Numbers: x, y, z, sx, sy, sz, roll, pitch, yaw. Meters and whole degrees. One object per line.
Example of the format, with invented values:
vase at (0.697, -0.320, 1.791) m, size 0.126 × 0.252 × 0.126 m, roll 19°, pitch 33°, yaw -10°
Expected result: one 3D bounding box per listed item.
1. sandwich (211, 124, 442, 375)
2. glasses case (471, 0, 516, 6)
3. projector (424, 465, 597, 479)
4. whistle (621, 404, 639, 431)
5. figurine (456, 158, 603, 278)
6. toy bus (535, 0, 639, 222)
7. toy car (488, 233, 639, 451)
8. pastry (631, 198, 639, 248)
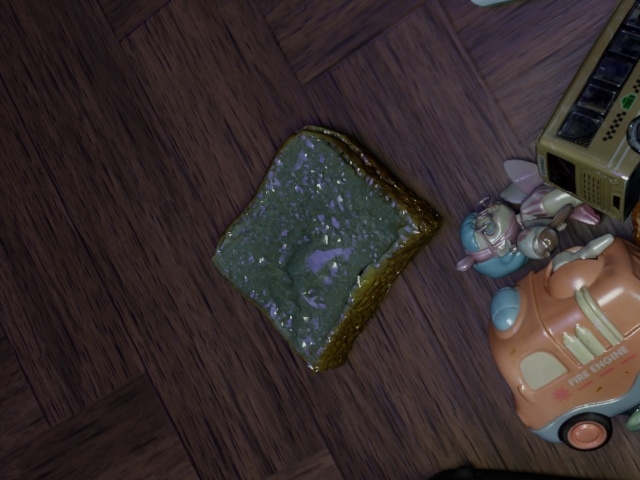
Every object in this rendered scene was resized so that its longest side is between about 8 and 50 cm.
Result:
sandwich at (0.000, 0.000, 1.535) m, size 0.271 × 0.099 × 0.301 m, roll 41°, pitch 113°, yaw 16°
glasses case at (0.280, -0.360, 1.383) m, size 0.178 × 0.045 × 0.067 m, roll -7°, pitch 94°, yaw 26°
projector at (0.260, 0.449, 1.291) m, size 0.405 × 0.395 × 0.242 m, roll -1°, pitch 93°, yaw 30°
whistle at (0.430, 0.191, 1.363) m, size 0.236 × 0.077 × 0.114 m, roll -32°, pitch 54°, yaw 31°
figurine at (0.297, -0.022, 1.358) m, size 0.260 × 0.205 × 0.103 m, roll -30°, pitch 122°, yaw 27°
toy bus at (0.384, -0.181, 1.247) m, size 0.157 × 0.139 × 0.289 m, roll 28°, pitch 78°, yaw 23°
toy car at (0.326, 0.113, 1.299) m, size 0.212 × 0.180 × 0.270 m, roll 41°, pitch 118°, yaw -20°
pastry at (0.443, -0.053, 1.335) m, size 0.087 × 0.063 × 0.169 m, roll 5°, pitch 95°, yaw 27°
